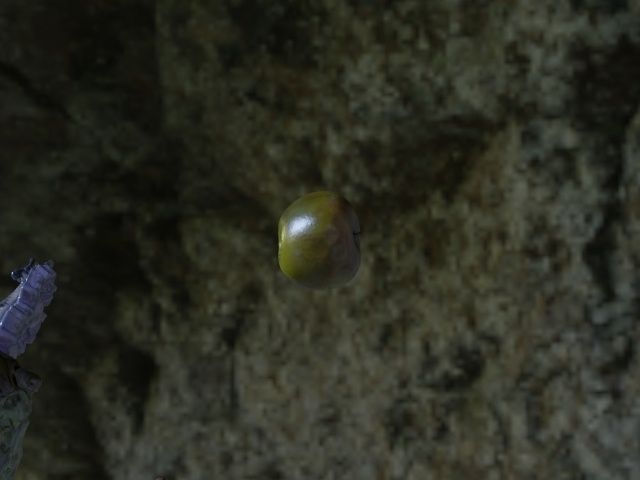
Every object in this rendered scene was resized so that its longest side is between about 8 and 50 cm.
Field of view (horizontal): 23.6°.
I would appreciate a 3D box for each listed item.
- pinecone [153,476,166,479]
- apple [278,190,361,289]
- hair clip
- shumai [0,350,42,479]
[{"bbox_3d":[-0.094,0.195,0.725,0.174,0.173,0.173,0,-15,0],"label":"pinecone"},{"bbox_3d":[0.000,0.000,1.365,0.074,0.089,0.089,-1,-15,-4],"label":"apple"},{"bbox_3d":[-0.327,0.088,1.549,0.084,0.106,0.292,22,21,2],"label":"hair clip"},{"bbox_3d":[-0.265,0.144,1.039,0.184,0.184,0.142,9,-21,-32],"label":"shumai"}]
